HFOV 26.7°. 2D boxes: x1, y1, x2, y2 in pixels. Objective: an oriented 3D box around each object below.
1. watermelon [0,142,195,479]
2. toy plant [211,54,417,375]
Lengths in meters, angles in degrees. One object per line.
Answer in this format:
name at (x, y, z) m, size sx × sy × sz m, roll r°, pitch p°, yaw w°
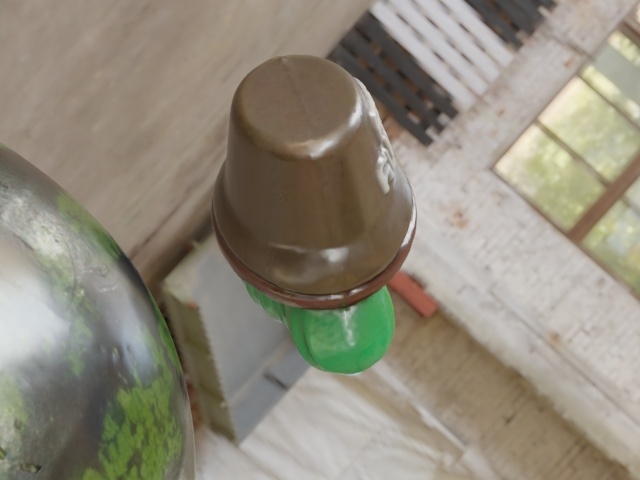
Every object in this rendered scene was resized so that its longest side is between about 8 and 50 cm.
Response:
watermelon at (-0.174, 0.072, 0.404) m, size 0.269 × 0.269 × 0.269 m, roll -48°, pitch 175°, yaw -5°
toy plant at (0.000, 0.000, 0.712) m, size 0.105 × 0.143 × 0.200 m, roll -19°, pitch 139°, yaw -7°
